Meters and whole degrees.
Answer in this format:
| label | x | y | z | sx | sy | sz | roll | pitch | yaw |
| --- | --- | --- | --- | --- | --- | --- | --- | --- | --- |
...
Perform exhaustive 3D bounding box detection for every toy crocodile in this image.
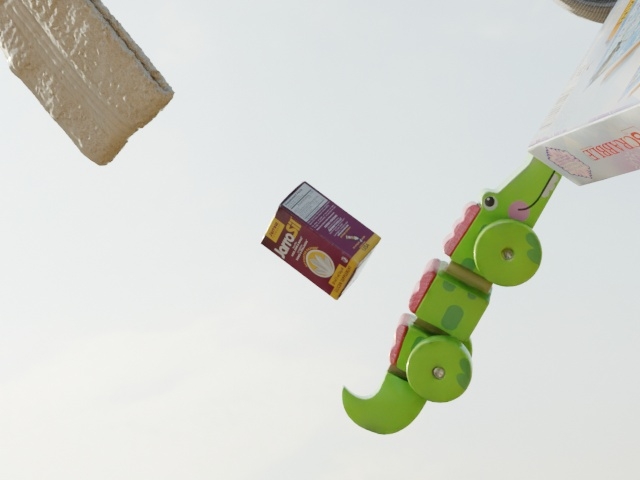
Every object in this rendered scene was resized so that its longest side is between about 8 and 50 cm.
| label | x | y | z | sx | sy | sz | roll | pitch | yaw |
| --- | --- | --- | --- | --- | --- | --- | --- | --- | --- |
| toy crocodile | 0.137 | 0.051 | 1.292 | 0.340 | 0.105 | 0.115 | -61 | -1 | 12 |

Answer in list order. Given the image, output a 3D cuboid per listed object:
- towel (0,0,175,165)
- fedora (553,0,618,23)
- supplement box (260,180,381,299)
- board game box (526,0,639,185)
| label | x | y | z | sx | sy | sz | roll | pitch | yaw |
| --- | --- | --- | --- | --- | --- | --- | --- | --- | --- |
| towel | -0.335 | -0.253 | 1.742 | 0.187 | 0.282 | 0.049 | -37 | 4 | 41 |
| fedora | 0.328 | -0.362 | 1.361 | 0.244 | 0.275 | 0.124 | -21 | -9 | 33 |
| supplement box | 0.000 | 0.000 | 1.078 | 0.043 | 0.083 | 0.055 | -46 | -12 | -43 |
| board game box | 0.318 | -0.204 | 1.005 | 0.318 | 0.066 | 0.318 | -58 | 7 | -9 |
